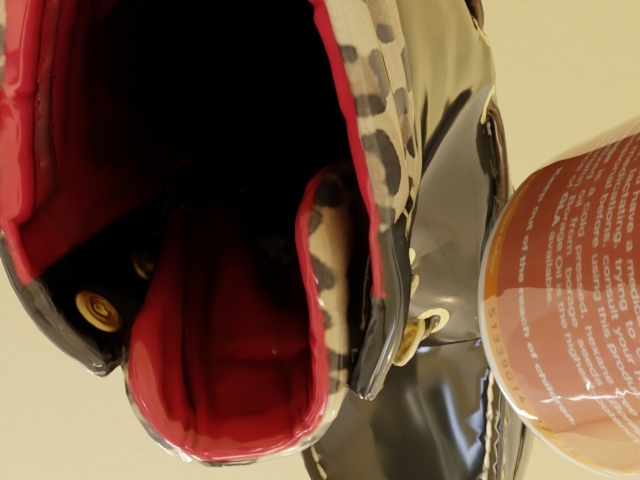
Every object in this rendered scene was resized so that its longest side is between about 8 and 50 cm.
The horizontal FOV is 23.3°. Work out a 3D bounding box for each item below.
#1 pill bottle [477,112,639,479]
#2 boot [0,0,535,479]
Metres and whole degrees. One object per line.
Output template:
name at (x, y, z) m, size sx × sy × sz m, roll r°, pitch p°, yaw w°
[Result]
pill bottle at (0.138, 0.008, 0.440) m, size 0.216 × 0.121 × 0.121 m, roll 152°, pitch -55°, yaw -71°
boot at (0.000, 0.000, 0.560) m, size 0.284 × 0.138 × 0.377 m, roll -58°, pitch 146°, yaw -67°
